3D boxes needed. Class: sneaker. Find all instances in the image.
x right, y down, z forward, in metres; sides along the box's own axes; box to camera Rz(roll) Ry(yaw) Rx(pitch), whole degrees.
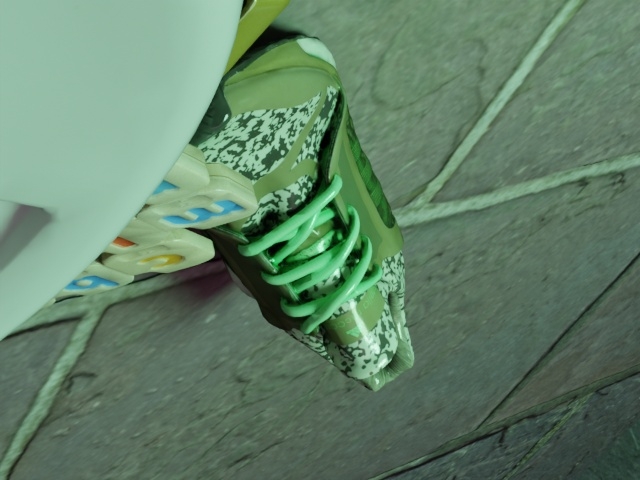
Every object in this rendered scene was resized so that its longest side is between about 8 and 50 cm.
[{"bbox_3d":[0.000,0.000,1.098,0.158,0.182,0.410,-35,158,3],"label":"sneaker"}]

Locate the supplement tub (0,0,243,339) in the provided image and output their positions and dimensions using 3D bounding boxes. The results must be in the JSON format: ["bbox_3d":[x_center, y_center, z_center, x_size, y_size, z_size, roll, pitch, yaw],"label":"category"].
[{"bbox_3d":[-0.189,-0.125,0.361,0.235,0.325,0.235,-29,158,-13],"label":"supplement tub"}]

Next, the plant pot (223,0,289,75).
[{"bbox_3d":[-0.065,-0.132,0.875,0.081,0.081,0.083,-45,169,25],"label":"plant pot"}]

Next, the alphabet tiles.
[{"bbox_3d":[-0.185,-0.001,0.900,0.284,0.021,0.278,-16,164,17],"label":"alphabet tiles"}]
